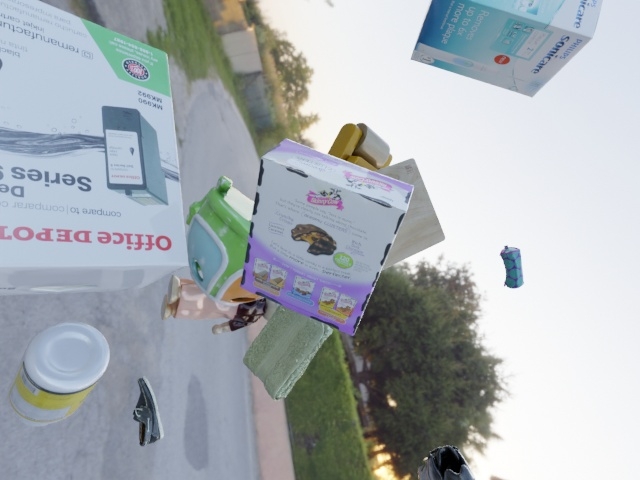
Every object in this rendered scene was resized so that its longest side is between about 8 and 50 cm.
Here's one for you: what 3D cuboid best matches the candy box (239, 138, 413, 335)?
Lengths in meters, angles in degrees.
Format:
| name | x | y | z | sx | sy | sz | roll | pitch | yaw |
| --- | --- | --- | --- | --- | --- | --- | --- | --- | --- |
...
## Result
| name | x | y | z | sx | sy | sz | roll | pitch | yaw |
| --- | --- | --- | --- | --- | --- | --- | --- | --- | --- |
| candy box | 0.000 | 0.000 | 0.498 | 0.070 | 0.164 | 0.196 | -57 | 167 | -54 |

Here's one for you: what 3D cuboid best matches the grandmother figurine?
| name | x | y | z | sx | sy | sz | roll | pitch | yaw |
| --- | --- | --- | --- | --- | --- | --- | --- | --- | --- |
| grandmother figurine | -0.222 | 0.165 | 1.063 | 0.208 | 0.342 | 0.104 | -53 | -144 | 37 |

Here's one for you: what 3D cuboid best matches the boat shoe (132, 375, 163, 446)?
| name | x | y | z | sx | sy | sz | roll | pitch | yaw |
| --- | --- | --- | --- | --- | --- | --- | --- | --- | --- |
| boat shoe | -0.586 | 0.571 | 1.362 | 0.084 | 0.079 | 0.233 | 6 | -76 | 54 |

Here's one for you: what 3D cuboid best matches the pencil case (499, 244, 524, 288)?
| name | x | y | z | sx | sy | sz | roll | pitch | yaw |
| --- | --- | --- | --- | --- | --- | --- | --- | --- | --- |
| pencil case | 0.679 | 0.096 | 1.445 | 0.064 | 0.070 | 0.152 | -58 | 134 | -61 |

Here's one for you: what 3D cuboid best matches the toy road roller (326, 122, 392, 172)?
| name | x | y | z | sx | sy | sz | roll | pitch | yaw |
| --- | --- | --- | --- | --- | --- | --- | --- | --- | --- |
| toy road roller | 0.142 | -0.204 | 1.330 | 0.202 | 0.330 | 0.240 | 27 | -2 | -39 |

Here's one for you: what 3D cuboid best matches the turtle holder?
| name | x | y | z | sx | sy | sz | roll | pitch | yaw |
| --- | --- | --- | --- | --- | --- | --- | --- | --- | --- |
| turtle holder | -0.198 | -0.004 | 0.903 | 0.320 | 0.227 | 0.243 | 37 | 10 | 8 |

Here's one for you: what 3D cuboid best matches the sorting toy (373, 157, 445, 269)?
| name | x | y | z | sx | sy | sz | roll | pitch | yaw |
| --- | --- | --- | --- | --- | --- | --- | --- | --- | --- |
| sorting toy | 0.190 | -0.070 | 1.159 | 0.255 | 0.257 | 0.089 | 68 | -22 | -1 |

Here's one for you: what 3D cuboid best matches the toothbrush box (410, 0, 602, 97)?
| name | x | y | z | sx | sy | sz | roll | pitch | yaw |
| --- | --- | --- | --- | --- | --- | --- | --- | --- | --- |
| toothbrush box | 0.362 | -0.439 | 0.833 | 0.216 | 0.295 | 0.126 | 95 | 13 | -81 |

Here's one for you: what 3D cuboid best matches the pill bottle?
| name | x | y | z | sx | sy | sz | roll | pitch | yaw |
| --- | --- | --- | --- | --- | --- | --- | --- | --- | --- |
| pill bottle | -0.391 | 0.205 | 0.600 | 0.184 | 0.103 | 0.103 | -45 | -134 | 33 |

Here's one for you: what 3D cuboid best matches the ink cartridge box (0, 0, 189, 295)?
| name | x | y | z | sx | sy | sz | roll | pitch | yaw |
| --- | --- | --- | --- | --- | --- | --- | --- | --- | --- |
| ink cartridge box | -0.279 | -0.093 | 0.457 | 0.211 | 0.121 | 0.289 | 3 | 72 | -49 |

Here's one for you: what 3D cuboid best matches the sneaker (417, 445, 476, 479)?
| name | x | y | z | sx | sy | sz | roll | pitch | yaw |
| --- | --- | --- | --- | --- | --- | --- | --- | --- | --- |
| sneaker | 0.265 | 0.483 | 0.839 | 0.286 | 0.109 | 0.130 | 111 | -38 | -75 |

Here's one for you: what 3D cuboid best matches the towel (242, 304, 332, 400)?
| name | x | y | z | sx | sy | sz | roll | pitch | yaw |
| --- | --- | --- | --- | --- | --- | --- | --- | --- | --- |
| towel | -0.057 | 0.168 | 0.657 | 0.110 | 0.148 | 0.027 | 37 | 1 | 36 |
